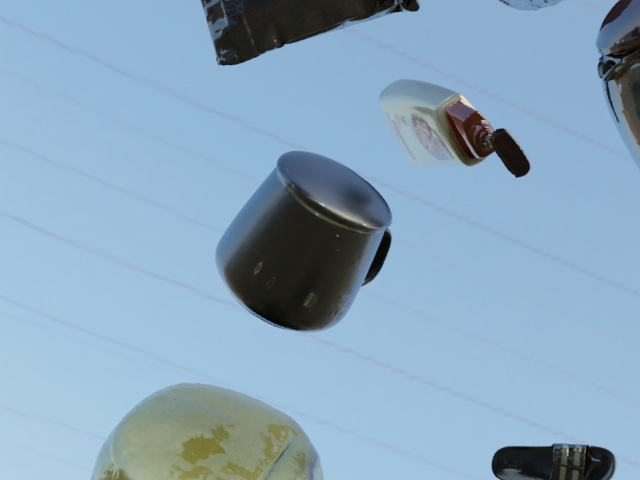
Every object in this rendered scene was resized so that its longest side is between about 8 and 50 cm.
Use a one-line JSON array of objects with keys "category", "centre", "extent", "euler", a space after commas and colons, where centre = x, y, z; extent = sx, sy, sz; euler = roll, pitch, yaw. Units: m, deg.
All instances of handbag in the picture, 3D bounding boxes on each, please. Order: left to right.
[{"category": "handbag", "centre": [-0.043, -0.305, 1.133], "extent": [0.211, 0.254, 0.088], "euler": [-18, -16, -6]}]

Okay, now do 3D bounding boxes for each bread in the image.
[{"category": "bread", "centre": [-0.140, 0.336, 1.439], "extent": [0.321, 0.320, 0.237], "euler": [18, -73, -5]}]

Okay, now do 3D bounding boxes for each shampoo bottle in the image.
[{"category": "shampoo bottle", "centre": [0.194, -0.154, 1.672], "extent": [0.153, 0.071, 0.284], "euler": [61, -15, -25]}]

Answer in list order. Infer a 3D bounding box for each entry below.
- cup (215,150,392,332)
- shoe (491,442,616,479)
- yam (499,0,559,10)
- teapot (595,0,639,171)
[{"category": "cup", "centre": [0.000, 0.000, 1.323], "extent": [0.223, 0.169, 0.176], "euler": [4, -57, -45]}, {"category": "shoe", "centre": [0.328, 0.320, 1.639], "extent": [0.179, 0.071, 0.049], "euler": [-2, -23, 24]}, {"category": "yam", "centre": [0.294, -0.369, 1.524], "extent": [0.131, 0.279, 0.131], "euler": [0, -85, -1]}, {"category": "teapot", "centre": [0.486, -0.200, 1.365], "extent": [0.312, 0.315, 0.233], "euler": [49, -10, -18]}]
